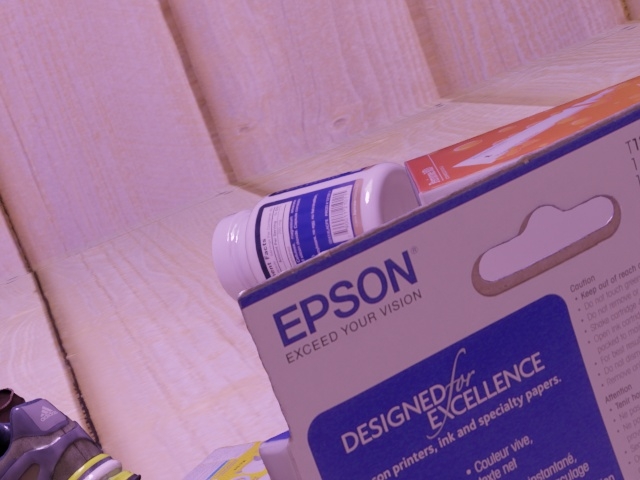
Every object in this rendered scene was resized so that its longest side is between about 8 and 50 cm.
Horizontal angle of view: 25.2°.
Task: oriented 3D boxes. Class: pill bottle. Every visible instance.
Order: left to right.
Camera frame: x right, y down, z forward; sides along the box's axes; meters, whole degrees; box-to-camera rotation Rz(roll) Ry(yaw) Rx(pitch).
[{"bbox_3d":[0.000,0.000,1.823,0.264,0.153,0.153,-13,13,34],"label":"pill bottle"}]

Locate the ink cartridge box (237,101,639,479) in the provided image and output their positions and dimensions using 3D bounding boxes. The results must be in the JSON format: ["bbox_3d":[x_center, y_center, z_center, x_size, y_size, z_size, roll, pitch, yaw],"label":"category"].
[{"bbox_3d":[0.130,0.101,0.704,0.303,0.307,0.072,-25,13,-21],"label":"ink cartridge box"}]

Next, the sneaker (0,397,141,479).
[{"bbox_3d":[-0.271,0.224,1.227,0.300,0.121,0.111,-37,-3,38],"label":"sneaker"}]

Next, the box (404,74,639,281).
[{"bbox_3d":[0.283,-0.052,1.517,0.345,0.168,0.215,-21,11,3],"label":"box"}]

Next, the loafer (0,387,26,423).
[{"bbox_3d":[-0.451,0.229,1.738,0.080,0.078,0.220,-11,15,42],"label":"loafer"}]

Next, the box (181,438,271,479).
[{"bbox_3d":[-0.026,0.184,1.090,0.179,0.043,0.105,-16,11,31],"label":"box"}]
